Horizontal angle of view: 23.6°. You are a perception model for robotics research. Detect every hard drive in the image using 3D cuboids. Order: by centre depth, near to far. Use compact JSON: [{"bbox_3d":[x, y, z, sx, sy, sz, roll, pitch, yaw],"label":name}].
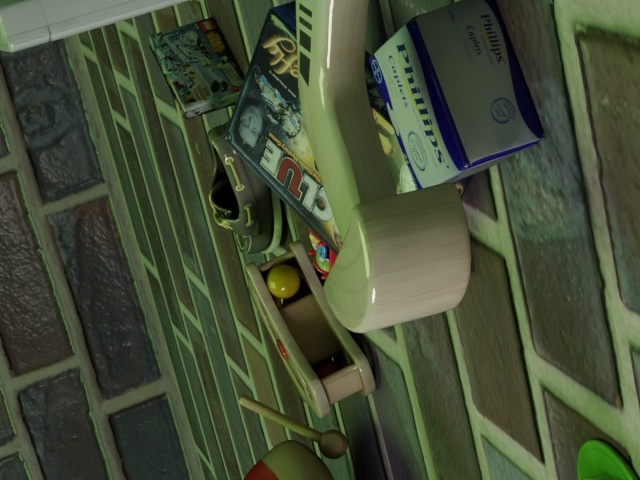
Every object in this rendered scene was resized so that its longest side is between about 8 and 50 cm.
[{"bbox_3d":[-0.119,-0.237,1.339,0.233,0.353,0.047,-156,48,-71],"label":"hard drive"}]

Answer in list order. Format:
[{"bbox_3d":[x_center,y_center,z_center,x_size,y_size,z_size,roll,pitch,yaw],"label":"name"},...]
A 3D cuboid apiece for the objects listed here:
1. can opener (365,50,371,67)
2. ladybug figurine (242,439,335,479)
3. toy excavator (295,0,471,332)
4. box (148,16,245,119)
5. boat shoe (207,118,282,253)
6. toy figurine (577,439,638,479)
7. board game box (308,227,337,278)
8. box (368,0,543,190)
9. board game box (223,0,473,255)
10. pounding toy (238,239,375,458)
[{"bbox_3d":[0.062,-0.054,1.512,0.093,0.074,0.280,-72,-18,-51],"label":"can opener"},{"bbox_3d":[-0.025,0.427,2.002,0.449,0.162,0.305,77,169,-61],"label":"ladybug figurine"},{"bbox_3d":[0.002,-0.217,1.110,0.433,0.222,0.445,-122,24,-45],"label":"toy excavator"},{"bbox_3d":[-0.161,-0.230,2.035,0.027,0.094,0.137,94,154,-57],"label":"box"},{"bbox_3d":[-0.104,-0.070,2.030,0.305,0.091,0.109,97,151,-59],"label":"boat shoe"},{"bbox_3d":[0.185,0.251,1.226,0.173,0.159,0.130,-165,57,-72],"label":"toy figurine"},{"bbox_3d":[0.000,0.000,1.851,0.133,0.033,0.169,-160,53,-72],"label":"board game box"},{"bbox_3d":[0.105,-0.116,1.229,0.137,0.072,0.126,149,101,-75],"label":"box"},{"bbox_3d":[0.020,-0.081,1.406,0.243,0.042,0.165,45,136,23],"label":"board game box"},{"bbox_3d":[-0.034,0.152,1.902,0.269,0.155,0.154,64,170,3],"label":"pounding toy"}]
